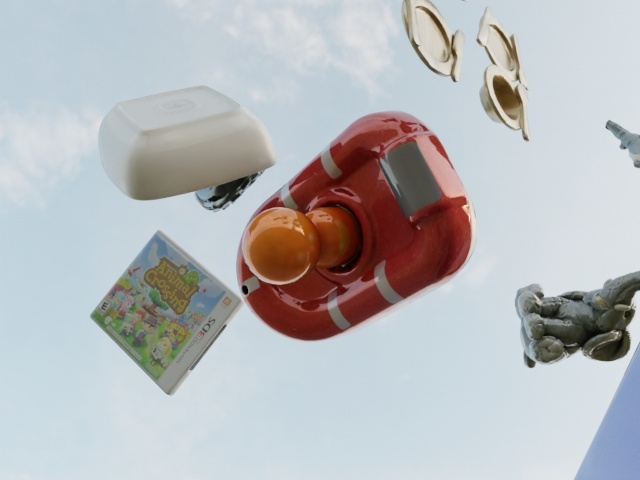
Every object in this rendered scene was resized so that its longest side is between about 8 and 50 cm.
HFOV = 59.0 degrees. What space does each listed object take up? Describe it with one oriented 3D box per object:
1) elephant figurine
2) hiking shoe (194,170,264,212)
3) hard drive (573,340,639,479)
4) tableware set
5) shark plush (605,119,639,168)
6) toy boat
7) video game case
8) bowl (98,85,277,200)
[{"bbox_3d":[0.491,0.145,1.027,0.240,0.186,0.169,-12,-93,9],"label":"elephant figurine"},{"bbox_3d":[-0.189,-0.133,0.877,0.113,0.304,0.132,-49,-60,-7],"label":"hiking shoe"},{"bbox_3d":[0.210,0.160,0.347,0.040,0.210,0.318,16,-62,14],"label":"hard drive"},{"bbox_3d":[0.120,-0.158,0.442,0.169,0.141,0.020,33,-38,-31],"label":"tableware set"},{"bbox_3d":[0.457,-0.122,0.753,0.073,0.161,0.067,2,-59,-23],"label":"shark plush"},{"bbox_3d":[0.000,0.000,0.463,0.151,0.150,0.231,-9,-21,-45],"label":"toy boat"},{"bbox_3d":[-0.259,0.114,0.943,0.193,0.212,0.023,-52,-23,-4],"label":"video game case"},{"bbox_3d":[-0.125,-0.096,0.507,0.142,0.142,0.053,-20,-55,-24],"label":"bowl"}]
